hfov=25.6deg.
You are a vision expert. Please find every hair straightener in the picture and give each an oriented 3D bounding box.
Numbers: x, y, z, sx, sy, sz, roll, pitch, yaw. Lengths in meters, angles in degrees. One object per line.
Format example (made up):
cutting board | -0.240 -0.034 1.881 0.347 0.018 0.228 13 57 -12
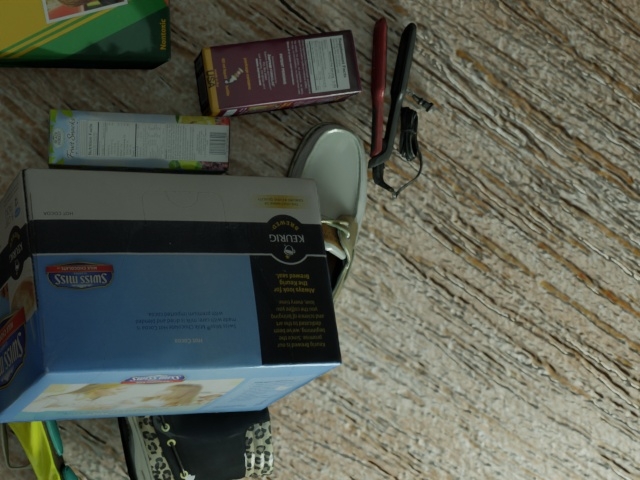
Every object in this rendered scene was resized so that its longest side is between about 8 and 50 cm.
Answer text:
hair straightener | 0.108 -0.166 1.790 0.089 0.047 0.230 4 82 -16

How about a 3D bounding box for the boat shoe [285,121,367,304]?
boat shoe | 0.000 0.000 1.746 0.113 0.103 0.302 11 88 -10

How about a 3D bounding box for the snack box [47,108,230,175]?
snack box | -0.218 -0.112 1.671 0.207 0.174 0.070 0 89 -11

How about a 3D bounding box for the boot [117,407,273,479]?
boot | -0.159 0.199 1.732 0.178 0.085 0.236 -9 91 -15

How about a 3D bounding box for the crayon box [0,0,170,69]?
crayon box | -0.336 -0.381 1.599 0.313 0.106 0.363 -1 91 -18

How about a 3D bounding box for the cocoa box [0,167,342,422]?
cocoa box | -0.187 0.068 1.579 0.347 0.231 0.228 1 70 -28

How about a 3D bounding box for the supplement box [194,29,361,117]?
supplement box | -0.054 -0.204 1.737 0.188 0.104 0.081 -9 91 -11

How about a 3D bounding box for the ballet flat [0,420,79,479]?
ballet flat | -0.335 0.278 1.703 0.077 0.077 0.231 -23 87 -2
